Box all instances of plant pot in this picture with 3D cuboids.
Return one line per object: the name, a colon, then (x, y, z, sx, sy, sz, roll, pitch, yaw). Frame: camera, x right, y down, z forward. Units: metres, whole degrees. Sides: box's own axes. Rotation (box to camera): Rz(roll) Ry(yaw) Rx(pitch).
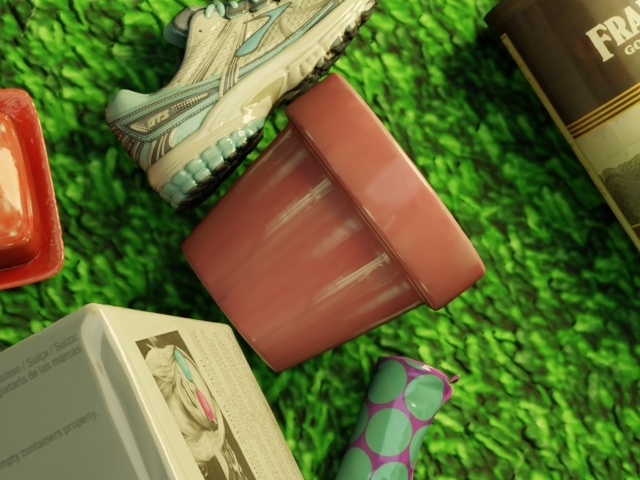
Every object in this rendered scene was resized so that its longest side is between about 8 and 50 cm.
plant pot: (0.000, 0.000, 1.246, 0.180, 0.201, 0.201, -37, 91, 0)

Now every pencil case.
pencil case: (0.056, 0.169, 1.290, 0.070, 0.064, 0.152, 18, 78, 6)

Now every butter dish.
butter dish: (-0.281, -0.040, 1.214, 0.160, 0.118, 0.160, -11, 85, -15)

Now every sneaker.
sneaker: (-0.057, -0.161, 1.292, 0.122, 0.110, 0.283, 43, 75, 0)

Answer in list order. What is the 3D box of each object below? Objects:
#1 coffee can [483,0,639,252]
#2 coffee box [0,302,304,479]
coffee can: (0.293, -0.126, 1.319, 0.201, 0.201, 0.275, -34, 91, -15)
coffee box: (-0.166, 0.271, 1.024, 0.337, 0.334, 0.338, -28, 81, 7)
